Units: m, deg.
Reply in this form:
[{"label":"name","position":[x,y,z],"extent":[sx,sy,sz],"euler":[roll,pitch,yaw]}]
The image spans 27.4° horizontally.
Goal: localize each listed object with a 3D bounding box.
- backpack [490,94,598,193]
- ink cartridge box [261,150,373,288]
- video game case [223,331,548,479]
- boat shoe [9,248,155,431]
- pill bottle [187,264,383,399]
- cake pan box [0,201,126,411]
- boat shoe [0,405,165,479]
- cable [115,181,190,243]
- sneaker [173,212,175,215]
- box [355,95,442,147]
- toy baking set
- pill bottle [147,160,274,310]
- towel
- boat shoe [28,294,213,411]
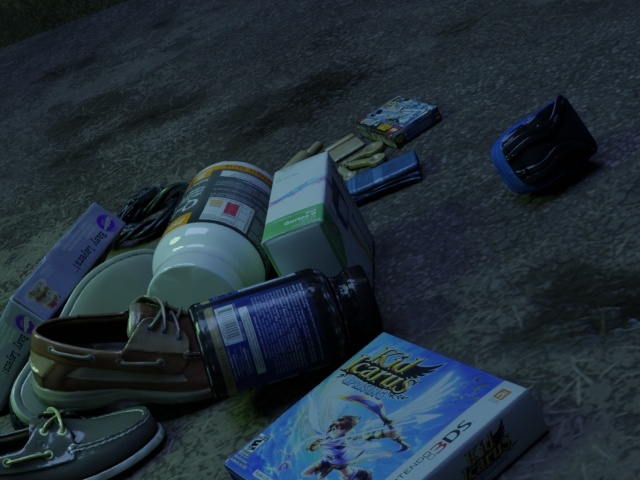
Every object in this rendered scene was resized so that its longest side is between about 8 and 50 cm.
[{"label":"backpack","position":[0.290,-0.115,1.743],"extent":[0.120,0.098,0.101],"euler":[-35,-4,-15]},{"label":"ink cartridge box","position":[0.000,0.000,1.740],"extent":[0.093,0.154,0.212],"euler":[-23,24,12]},{"label":"video game case","position":[0.060,0.214,1.367],"extent":[0.244,0.061,0.269],"euler":[-36,25,-20]},{"label":"boat shoe","position":[-0.320,0.148,1.840],"extent":[0.113,0.127,0.340],"euler":[-51,7,51]},{"label":"pill bottle","position":[-0.041,0.105,1.594],"extent":[0.219,0.123,0.123],"euler":[-17,23,-6]},{"label":"cake pan box","position":[-0.406,0.097,1.940],"extent":[0.246,0.070,0.267],"euler":[-52,5,38]},{"label":"boat shoe","position":[-0.347,0.264,1.630],"extent":[0.305,0.091,0.109],"euler":[-19,15,1]},{"label":"cable","position":[-0.303,-0.039,2.290],"extent":[0.184,0.047,0.150],"euler":[-37,30,-26]},{"label":"sneaker","position":[-0.170,-0.044,2.137],"extent":[0.170,0.051,0.089],"euler":[-19,21,13]},{"label":"box","position":[0.127,-0.196,2.156],"extent":[0.094,0.027,0.137],"euler":[-32,24,-13]},{"label":"toy baking set","position":[-0.004,-0.105,2.108],"extent":[0.197,0.030,0.256],"euler":[3,39,50]},{"label":"pill bottle","position":[-0.145,0.016,1.858],"extent":[0.162,0.162,0.278],"euler":[-18,25,21]},{"label":"towel","position":[0.096,-0.094,1.982],"extent":[0.119,0.029,0.067],"euler":[-23,24,12]},{"label":"boat shoe","position":[-0.214,0.135,1.673],"extent":[0.324,0.116,0.123],"euler":[-10,31,-5]}]
